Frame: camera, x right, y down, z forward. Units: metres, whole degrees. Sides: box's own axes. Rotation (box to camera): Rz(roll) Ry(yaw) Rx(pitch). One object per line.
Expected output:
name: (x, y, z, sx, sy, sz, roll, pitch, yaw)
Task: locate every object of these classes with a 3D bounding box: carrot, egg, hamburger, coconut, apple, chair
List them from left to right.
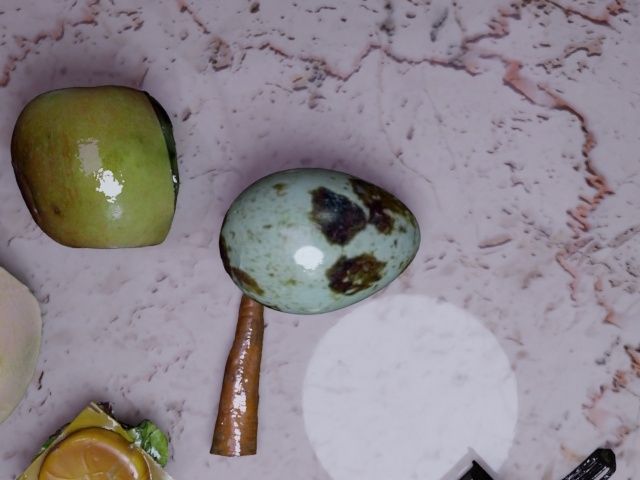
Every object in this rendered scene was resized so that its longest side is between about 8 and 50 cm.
coconut: (-0.455, 0.125, 0.941, 0.259, 0.259, 0.259, 0, 89, 5)
apple: (-0.262, -0.081, 0.962, 0.207, 0.174, 0.188, -8, 85, 21)
hamburger: (-0.263, 0.285, 0.985, 0.190, 0.093, 0.164, -35, 88, 5)
carrot: (-0.092, 0.153, 0.999, 0.057, 0.057, 0.224, 7, 85, 5)
egg: (0.000, 0.000, 0.932, 0.231, 0.169, 0.169, -3, 89, -7)
chair: (0.232, 0.289, 0.949, 0.101, 0.084, 0.212, 44, 93, 0)
